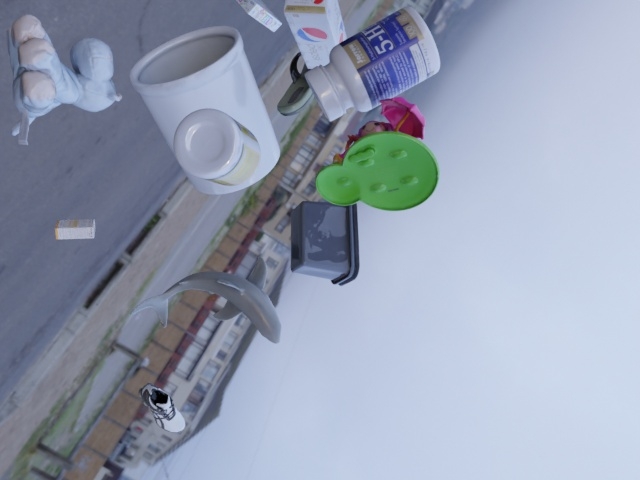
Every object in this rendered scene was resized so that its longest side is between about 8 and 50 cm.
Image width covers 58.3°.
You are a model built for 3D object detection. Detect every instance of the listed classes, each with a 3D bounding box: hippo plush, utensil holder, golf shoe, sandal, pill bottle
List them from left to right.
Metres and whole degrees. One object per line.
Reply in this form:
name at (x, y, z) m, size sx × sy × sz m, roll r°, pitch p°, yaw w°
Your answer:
hippo plush at (-0.597, -0.374, 1.370) m, size 0.234 × 0.237 × 0.294 m, roll 31°, pitch -59°, yaw 48°
golf shoe at (-0.492, 0.536, 1.811) m, size 0.094 × 0.198 × 0.077 m, roll -19°, pitch -155°, yaw 52°
utensil holder at (-0.323, -0.376, 1.696) m, size 0.327 × 0.328 × 0.385 m, roll -62°, pitch 146°, yaw -38°
pill bottle at (-0.152, -0.140, 0.905) m, size 0.103 × 0.103 × 0.184 m, roll -56°, pitch 174°, yaw 4°
sandal at (-0.039, -0.475, 1.601) m, size 0.120 × 0.086 × 0.302 m, roll -2°, pitch -129°, yaw 40°
pill bottle at (0.076, -0.265, 0.883) m, size 0.187 × 0.112 × 0.112 m, roll -29°, pitch -170°, yaw 3°

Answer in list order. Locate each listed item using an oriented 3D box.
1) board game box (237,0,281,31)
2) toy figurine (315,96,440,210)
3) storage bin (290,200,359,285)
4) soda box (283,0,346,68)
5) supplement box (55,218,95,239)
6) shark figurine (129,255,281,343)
board game box at (-0.142, -0.481, 1.150) m, size 0.026 × 0.103 × 0.154 m, roll -42°, pitch 175°, yaw 15°
toy figurine at (0.088, -0.136, 0.823) m, size 0.173 × 0.130 × 0.159 m, roll -13°, pitch -142°, yaw 26°
storage bin at (0.000, 0.000, 0.920) m, size 0.098 × 0.091 × 0.135 m, roll 144°, pitch -50°, yaw -61°
soda box at (-0.004, -0.375, 1.007) m, size 0.216 × 0.074 × 0.069 m, roll 40°, pitch 56°, yaw -78°
supplement box at (-0.688, -0.032, 1.614) m, size 0.062 × 0.099 × 0.036 m, roll -122°, pitch -146°, yaw -61°
shark figurine at (-0.206, 0.095, 1.092) m, size 0.116 × 0.279 × 0.166 m, roll 68°, pitch 29°, yaw -79°
